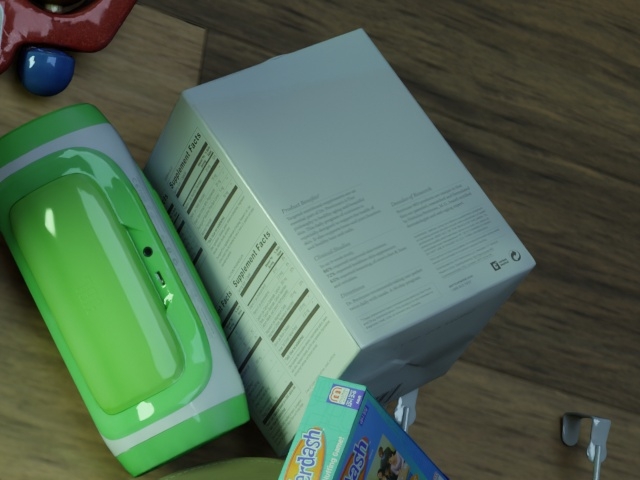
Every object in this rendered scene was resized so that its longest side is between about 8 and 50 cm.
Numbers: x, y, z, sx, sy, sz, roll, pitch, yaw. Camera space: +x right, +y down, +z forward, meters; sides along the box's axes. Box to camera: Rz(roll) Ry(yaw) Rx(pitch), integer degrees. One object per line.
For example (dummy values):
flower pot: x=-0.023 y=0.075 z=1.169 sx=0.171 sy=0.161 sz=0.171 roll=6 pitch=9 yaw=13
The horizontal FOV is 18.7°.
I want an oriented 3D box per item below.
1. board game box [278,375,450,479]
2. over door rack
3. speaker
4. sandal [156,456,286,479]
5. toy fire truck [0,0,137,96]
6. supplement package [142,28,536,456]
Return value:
board game box: x=0.027 y=0.222 z=1.543 sx=0.160 sy=0.047 sz=0.210 roll=-68 pitch=150 yaw=-19
over door rack: x=0.163 y=0.281 z=1.721 sx=0.239 sy=0.108 sz=0.324 roll=13 pitch=65 yaw=-26
speaker: x=-0.171 y=0.040 z=1.608 sx=0.131 sy=0.131 sz=0.296 roll=-23 pitch=84 yaw=-34
sandal: x=-0.119 y=0.238 z=1.542 sx=0.240 sy=0.088 sz=0.079 roll=-10 pitch=116 yaw=-14
toy fire truck: x=-0.281 y=-0.258 z=1.659 sx=0.302 sy=0.169 sz=0.254 roll=7 pitch=92 yaw=-27
supplement package: x=0.000 y=0.000 z=1.646 sx=0.199 sy=0.198 sz=0.262 roll=-23 pitch=70 yaw=-34
